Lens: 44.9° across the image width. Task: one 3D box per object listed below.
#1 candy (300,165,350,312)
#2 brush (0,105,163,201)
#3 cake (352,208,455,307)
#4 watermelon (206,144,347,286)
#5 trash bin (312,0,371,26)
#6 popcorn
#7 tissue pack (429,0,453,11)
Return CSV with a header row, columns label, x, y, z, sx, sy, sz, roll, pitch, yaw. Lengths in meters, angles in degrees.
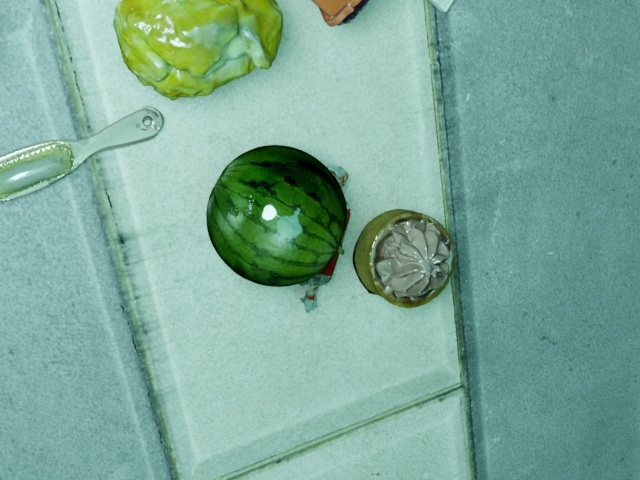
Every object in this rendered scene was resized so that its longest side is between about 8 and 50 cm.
label,x,y,z,sx,sy,sz,roll,pitch,yaw
candy,0.000,0.000,1.472,0.086,0.059,0.292,9,104,-30
brush,-0.392,-0.138,1.244,0.313,0.067,0.072,-25,115,-18
cake,0.181,0.046,1.506,0.185,0.178,0.207,-28,120,-15
watermelon,-0.073,-0.041,1.324,0.242,0.242,0.242,-8,110,-22
trash bin,0.003,-0.478,1.207,0.184,0.161,0.239,-40,136,25
popcorn,-0.196,-0.348,1.170,0.276,0.226,0.276,23,63,-56
tissue pack,0.205,-0.474,1.424,0.108,0.023,0.056,33,92,-30
